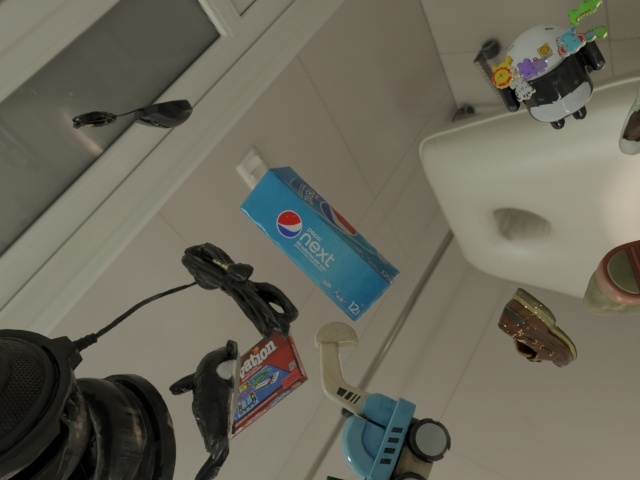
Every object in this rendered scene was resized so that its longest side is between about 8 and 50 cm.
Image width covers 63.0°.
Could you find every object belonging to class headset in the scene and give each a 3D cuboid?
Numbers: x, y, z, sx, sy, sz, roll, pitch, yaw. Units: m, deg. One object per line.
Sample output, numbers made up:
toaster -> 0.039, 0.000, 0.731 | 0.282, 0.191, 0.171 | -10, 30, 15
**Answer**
headset -> -0.193, 0.165, 0.400 | 0.185, 0.394, 0.243 | 30, 165, 32

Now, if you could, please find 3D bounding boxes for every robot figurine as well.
robot figurine -> 0.601, -0.428, 1.368 | 0.278, 0.209, 0.173 | 44, 180, -30

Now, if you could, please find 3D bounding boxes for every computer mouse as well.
computer mouse -> -0.286, -0.190, 0.822 | 0.071, 0.242, 0.041 | -4, 106, 29

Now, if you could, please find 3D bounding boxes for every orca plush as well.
orca plush -> -0.183, 0.252, 0.808 | 0.102, 0.287, 0.151 | 0, 119, -5

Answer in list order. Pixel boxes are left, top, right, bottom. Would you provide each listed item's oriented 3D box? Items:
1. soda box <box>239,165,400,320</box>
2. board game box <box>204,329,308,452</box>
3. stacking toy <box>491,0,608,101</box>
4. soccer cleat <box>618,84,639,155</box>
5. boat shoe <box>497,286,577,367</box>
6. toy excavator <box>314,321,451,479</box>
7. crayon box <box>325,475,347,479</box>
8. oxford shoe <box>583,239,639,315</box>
soda box -> 0.000, 0.000, 0.677 | 0.210, 0.071, 0.067 | 44, -158, 7
board game box -> -0.157, 0.317, 1.127 | 0.027, 0.281, 0.145 | 36, -161, -42
stacking toy -> 0.457, -0.365, 1.031 | 0.221, 0.167, 0.052 | -34, 75, 29
soccer cleat -> 0.610, -0.252, 0.963 | 0.068, 0.196, 0.076 | 24, -176, 32
boat shoe -> 0.279, 0.125, 0.680 | 0.178, 0.060, 0.064 | 41, -177, -40
toy excavator -> 0.127, 0.489, 1.455 | 0.445, 0.433, 0.222 | 22, 155, 10
crayon box -> 0.114, 0.622, 1.111 | 0.278, 0.165, 0.081 | 24, 172, -24
oxford shoe -> 0.682, 0.054, 0.979 | 0.396, 0.141, 0.146 | -8, 150, -4
